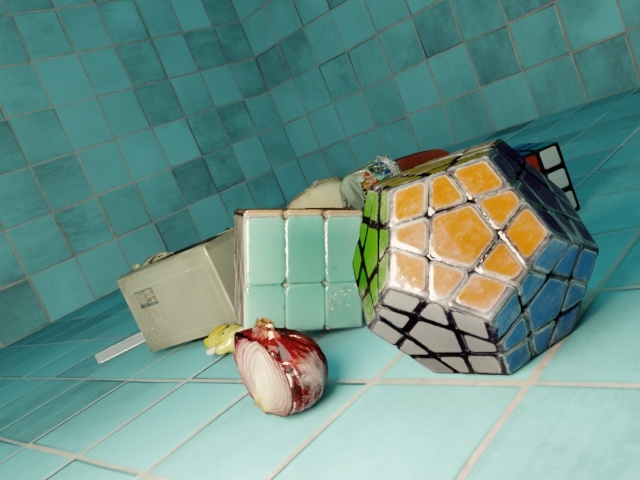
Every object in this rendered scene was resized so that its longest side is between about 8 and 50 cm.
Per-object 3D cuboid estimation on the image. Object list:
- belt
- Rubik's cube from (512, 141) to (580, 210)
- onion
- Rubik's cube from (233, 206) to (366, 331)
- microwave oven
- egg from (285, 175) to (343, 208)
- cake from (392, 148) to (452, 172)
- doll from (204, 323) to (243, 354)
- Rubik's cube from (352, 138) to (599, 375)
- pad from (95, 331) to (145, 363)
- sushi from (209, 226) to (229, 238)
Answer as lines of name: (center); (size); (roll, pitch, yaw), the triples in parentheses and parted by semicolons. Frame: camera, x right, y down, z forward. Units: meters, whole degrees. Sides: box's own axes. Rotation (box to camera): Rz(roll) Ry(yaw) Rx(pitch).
belt: (0.154, -0.079, 1.519); (0.150, 0.257, 0.207); (-24, -18, -11)
Rubik's cube: (0.439, -0.116, 1.345); (0.161, 0.163, 0.162); (-23, 8, -5)
onion: (-0.053, 0.179, 0.925); (0.098, 0.151, 0.206); (-11, 19, -30)
Rubik's cube: (-0.049, 0.050, 1.189); (0.225, 0.231, 0.221); (-1, 4, -13)
microwave oven: (-0.309, 0.121, 1.519); (0.295, 0.237, 0.181); (-20, 9, 27)
egg: (0.013, -0.048, 1.948); (0.264, 0.174, 0.286); (4, -41, -49)
cake: (0.335, -0.210, 2.066); (0.283, 0.177, 0.151); (-23, 9, -11)
doll: (-0.176, 0.204, 1.281); (0.162, 0.062, 0.106); (-12, 19, 44)
Rubik's cube: (0.193, 0.023, 0.812); (0.319, 0.319, 0.264); (-27, 38, -23)
pad: (-0.554, 0.298, 1.812); (0.232, 0.004, 0.156); (-26, 10, -22)
sushi: (-0.363, 0.091, 2.004); (0.196, 0.182, 0.343); (-27, 5, 16)
